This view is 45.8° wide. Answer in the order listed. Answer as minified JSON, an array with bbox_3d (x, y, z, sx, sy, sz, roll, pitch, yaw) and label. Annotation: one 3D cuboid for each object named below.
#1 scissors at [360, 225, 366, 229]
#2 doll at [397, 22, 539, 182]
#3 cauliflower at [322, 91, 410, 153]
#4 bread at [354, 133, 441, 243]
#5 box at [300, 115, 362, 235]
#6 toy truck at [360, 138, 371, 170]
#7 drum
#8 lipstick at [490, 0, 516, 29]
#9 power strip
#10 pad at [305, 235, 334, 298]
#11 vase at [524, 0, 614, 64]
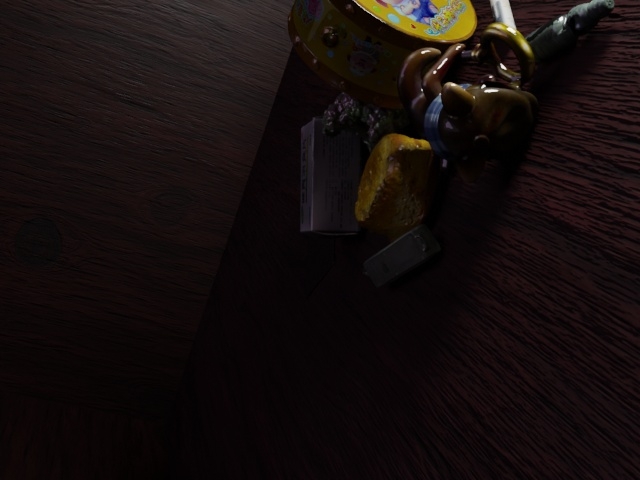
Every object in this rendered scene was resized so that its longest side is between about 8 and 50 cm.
[{"bbox_3d":[0.146,-0.138,2.097,0.088,0.017,0.220,140,143,-64],"label":"scissors"},{"bbox_3d":[0.296,-0.266,1.523,0.340,0.209,0.317,-126,23,-70],"label":"doll"},{"bbox_3d":[0.148,-0.293,1.949,0.239,0.315,0.256,4,34,48],"label":"cauliflower"},{"bbox_3d":[0.180,-0.130,1.784,0.268,0.146,0.268,-162,90,-76],"label":"bread"},{"bbox_3d":[0.028,-0.171,2.139,0.173,0.145,0.332,180,91,-79],"label":"box"},{"bbox_3d":[0.132,-0.263,2.170,0.052,0.063,0.123,-104,35,-57],"label":"toy truck"},{"bbox_3d":[0.146,-0.532,1.809,0.214,0.431,0.431,124,155,-44],"label":"drum"},{"bbox_3d":[0.392,-0.482,1.628,0.040,0.040,0.141,125,154,-45],"label":"lipstick"},{"bbox_3d":[0.182,0.038,1.724,0.078,0.052,0.272,58,149,5],"label":"power strip"},{"bbox_3d":[0.000,0.000,2.426,0.220,0.004,0.330,127,153,-46],"label":"pad"},{"bbox_3d":[0.442,-0.380,1.355,0.211,0.060,0.059,154,130,-66],"label":"vase"}]
